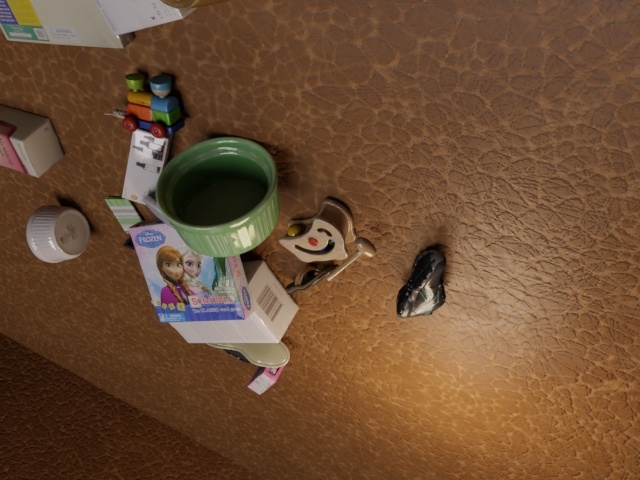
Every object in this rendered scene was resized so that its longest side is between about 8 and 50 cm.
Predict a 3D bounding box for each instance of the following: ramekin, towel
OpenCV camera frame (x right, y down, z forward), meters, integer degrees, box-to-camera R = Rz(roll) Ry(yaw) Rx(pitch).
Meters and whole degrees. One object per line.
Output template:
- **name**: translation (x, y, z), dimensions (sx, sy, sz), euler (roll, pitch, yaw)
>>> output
- **ramekin**: translation (-0.245, -0.103, 1.522), dimensions (0.303, 0.303, 0.148), euler (15, 147, 19)
- **towel**: translation (-0.643, -0.085, 2.027), dimensions (0.113, 0.023, 0.152), euler (2, 131, 29)
- **ramekin**: translation (-0.910, -0.025, 2.127), dimensions (0.109, 0.207, 0.207), euler (-2, 132, 23)

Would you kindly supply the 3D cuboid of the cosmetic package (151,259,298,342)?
- **cosmetic package**: translation (-0.325, 0.215, 2.026), dimensions (0.453, 0.161, 0.230), euler (-8, 128, 38)

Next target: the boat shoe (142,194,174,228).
- **boat shoe**: translation (-0.392, -0.079, 1.659), dimensions (0.228, 0.076, 0.080), euler (28, 156, 31)

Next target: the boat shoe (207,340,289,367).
- **boat shoe**: translation (-0.260, 0.385, 2.219), dimensions (0.340, 0.127, 0.113), euler (9, 167, 15)

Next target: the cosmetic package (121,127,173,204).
- **cosmetic package**: translation (-0.482, -0.210, 1.680), dimensions (0.099, 0.060, 0.239), euler (18, 127, -7)

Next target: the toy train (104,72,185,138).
- **toy train**: translation (-0.472, -0.362, 1.547), dimensions (0.248, 0.105, 0.143), euler (16, 129, 19)

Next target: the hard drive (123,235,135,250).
- **hard drive**: translation (-0.492, 0.043, 1.969), dimensions (0.254, 0.054, 0.172), euler (17, 179, 24)

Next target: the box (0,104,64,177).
- **box**: translation (-0.951, -0.314, 1.889), dimensions (0.232, 0.127, 0.149), euler (17, 140, 18)

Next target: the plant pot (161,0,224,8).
- **plant pot**: translation (-0.193, -0.516, 1.059), dimensions (0.237, 0.254, 0.237), euler (18, 140, 15)

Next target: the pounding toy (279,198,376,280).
- **pounding toy**: translation (0.000, 0.000, 1.578), dimensions (0.269, 0.155, 0.154), euler (-6, 133, 38)

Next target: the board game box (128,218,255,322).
- **board game box**: translation (-0.378, 0.085, 1.778), dimensions (0.318, 0.066, 0.318), euler (-6, 108, 25)

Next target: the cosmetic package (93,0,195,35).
- **cosmetic package**: translation (-0.370, -0.560, 1.218), dimensions (0.224, 0.138, 0.224), euler (3, 135, 37)

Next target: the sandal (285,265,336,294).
- **sandal**: translation (-0.040, 0.108, 1.802), dimensions (0.219, 0.090, 0.060), euler (-23, 96, 54)

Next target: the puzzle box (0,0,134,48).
- **puzzle box**: translation (-0.659, -0.603, 1.437), dimensions (0.409, 0.052, 0.272), euler (12, 139, 23)

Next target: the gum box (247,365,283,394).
- **gum box**: translation (-0.201, 0.505, 2.309), dimensions (0.062, 0.107, 0.188), euler (35, 142, -5)

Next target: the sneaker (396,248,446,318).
- **sneaker**: translation (0.284, 0.116, 1.590), dimensions (0.106, 0.101, 0.267), euler (10, 142, -8)
